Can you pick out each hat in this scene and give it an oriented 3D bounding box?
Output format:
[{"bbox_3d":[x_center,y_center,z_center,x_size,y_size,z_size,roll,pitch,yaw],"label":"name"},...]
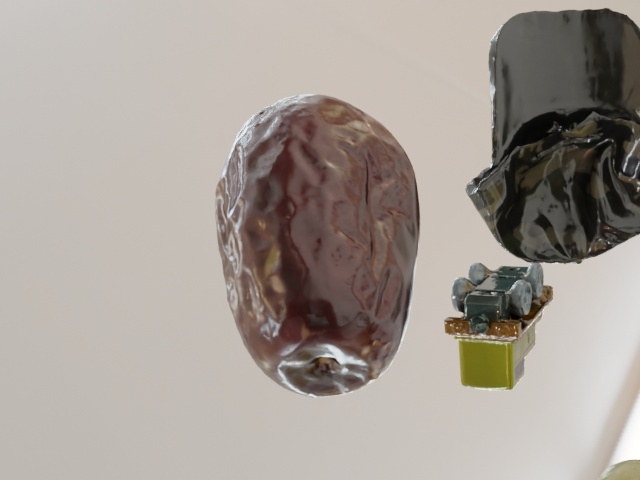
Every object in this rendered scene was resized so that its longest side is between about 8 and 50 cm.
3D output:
[{"bbox_3d":[0.412,-0.181,1.930,0.366,0.257,0.381,-1,-122,-1],"label":"hat"}]

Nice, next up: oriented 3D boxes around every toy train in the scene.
[{"bbox_3d":[0.211,0.096,1.350,0.219,0.089,0.127,-29,-62,-64],"label":"toy train"}]

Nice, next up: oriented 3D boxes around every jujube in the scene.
[{"bbox_3d":[0.000,0.000,1.180,0.223,0.223,0.318,26,-138,-30],"label":"jujube"}]

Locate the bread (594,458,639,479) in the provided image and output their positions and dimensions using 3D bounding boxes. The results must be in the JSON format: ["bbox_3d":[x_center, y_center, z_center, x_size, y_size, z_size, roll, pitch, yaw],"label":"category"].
[{"bbox_3d":[0.297,0.292,1.056,0.251,0.182,0.039,-131,26,-59],"label":"bread"}]
